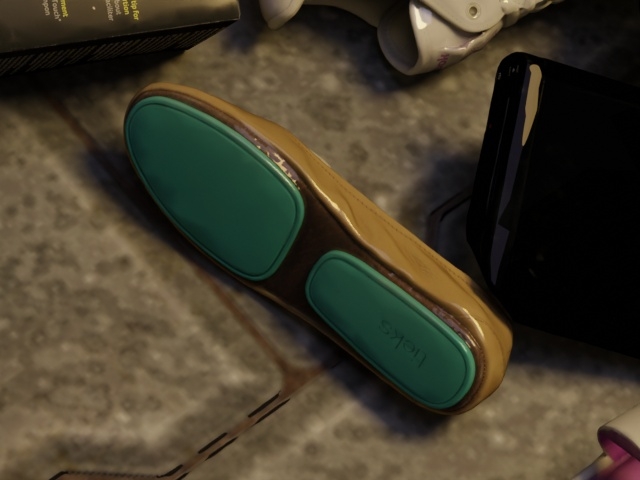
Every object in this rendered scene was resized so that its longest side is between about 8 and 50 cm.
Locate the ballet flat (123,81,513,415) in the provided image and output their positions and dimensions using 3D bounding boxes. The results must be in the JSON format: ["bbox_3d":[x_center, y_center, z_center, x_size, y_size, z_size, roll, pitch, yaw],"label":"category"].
[{"bbox_3d":[0.000,0.000,1.003,0.232,0.080,0.073,42,32,7],"label":"ballet flat"}]

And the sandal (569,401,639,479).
[{"bbox_3d":[0.177,0.123,0.832,0.169,0.102,0.416,31,22,6],"label":"sandal"}]

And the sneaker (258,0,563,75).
[{"bbox_3d":[0.100,-0.159,1.105,0.305,0.114,0.152,3,80,-13],"label":"sneaker"}]

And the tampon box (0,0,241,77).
[{"bbox_3d":[-0.139,-0.150,1.001,0.161,0.101,0.120,-10,90,-21],"label":"tampon box"}]

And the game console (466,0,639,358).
[{"bbox_3d":[0.202,-0.113,1.046,0.213,0.044,0.361,15,79,-18],"label":"game console"}]
